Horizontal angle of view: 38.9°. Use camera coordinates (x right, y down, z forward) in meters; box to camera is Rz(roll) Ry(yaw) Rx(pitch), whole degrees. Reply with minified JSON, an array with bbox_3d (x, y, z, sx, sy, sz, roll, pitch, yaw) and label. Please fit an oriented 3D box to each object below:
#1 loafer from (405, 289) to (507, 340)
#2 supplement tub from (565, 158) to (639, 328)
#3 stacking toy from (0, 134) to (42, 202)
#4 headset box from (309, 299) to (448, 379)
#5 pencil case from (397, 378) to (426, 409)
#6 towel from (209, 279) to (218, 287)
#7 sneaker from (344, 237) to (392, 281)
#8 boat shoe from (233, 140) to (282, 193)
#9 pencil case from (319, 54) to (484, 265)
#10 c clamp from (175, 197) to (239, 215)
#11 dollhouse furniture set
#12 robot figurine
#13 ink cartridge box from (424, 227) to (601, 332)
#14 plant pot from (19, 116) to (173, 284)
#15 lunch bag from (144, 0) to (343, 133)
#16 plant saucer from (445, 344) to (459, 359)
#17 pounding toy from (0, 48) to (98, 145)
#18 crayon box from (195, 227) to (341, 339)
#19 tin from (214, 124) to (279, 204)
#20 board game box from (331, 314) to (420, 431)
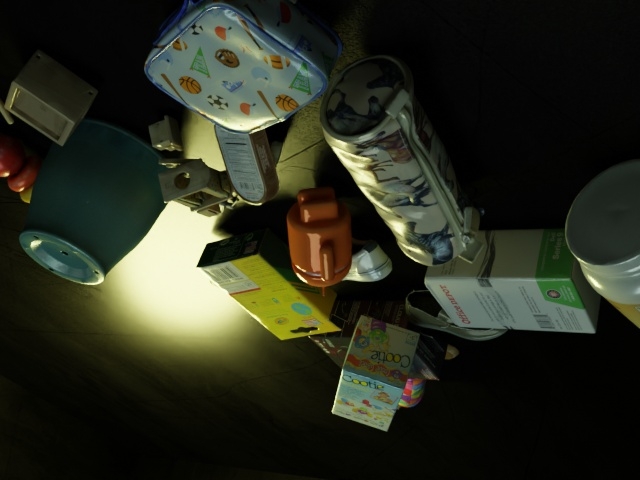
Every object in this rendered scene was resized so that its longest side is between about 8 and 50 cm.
[{"bbox_3d":[0.295,0.157,1.988,0.251,0.094,0.087,3,154,26],"label":"loafer"},{"bbox_3d":[0.563,0.032,1.460,0.316,0.228,0.228,36,147,-31],"label":"supplement tub"},{"bbox_3d":[-0.602,-0.105,1.989,0.141,0.141,0.330,-12,137,43],"label":"stacking toy"},{"bbox_3d":[0.157,0.242,2.206,0.293,0.110,0.218,-2,146,33],"label":"headset box"},{"bbox_3d":[0.233,0.368,2.416,0.104,0.104,0.236,13,151,7],"label":"pencil case"},{"bbox_3d":[-0.201,0.105,2.249,0.148,0.027,0.110,18,154,-4],"label":"towel"},{"bbox_3d":[0.039,0.033,1.936,0.258,0.094,0.091,-5,117,41],"label":"sneaker"},{"bbox_3d":[-0.129,-0.132,1.715,0.070,0.078,0.219,22,154,-11],"label":"boat shoe"},{"bbox_3d":[0.141,-0.120,1.487,0.183,0.160,0.410,18,158,37],"label":"pencil case"},{"bbox_3d":[-0.257,-0.093,1.926,0.161,0.022,0.137,19,158,-7],"label":"c clamp"},{"bbox_3d":[-0.227,-0.147,1.735,0.101,0.161,0.182,-18,167,17],"label":"dollhouse furniture set"},{"bbox_3d":[0.000,-0.001,1.794,0.158,0.128,0.219,28,137,36],"label":"robot figurine"},{"bbox_3d":[0.377,0.078,1.765,0.289,0.121,0.211,0,148,30],"label":"ink cartridge box"},{"bbox_3d":[-0.461,-0.061,1.817,0.272,0.255,0.271,17,152,10],"label":"plant pot"},{"bbox_3d":[-0.124,-0.289,1.386,0.243,0.115,0.303,33,150,-24],"label":"lunch bag"},{"bbox_3d":[0.309,0.283,2.299,0.083,0.015,0.083,14,153,7],"label":"plant saucer"},{"bbox_3d":[-0.533,-0.278,1.671,0.206,0.094,0.181,35,154,-13],"label":"pounding toy"},{"bbox_3d":[-0.108,0.109,2.107,0.202,0.081,0.318,-12,135,38],"label":"crayon box"},{"bbox_3d":[-0.133,-0.152,1.624,0.106,0.040,0.189,6,121,40],"label":"tin"},{"bbox_3d":[0.124,0.308,2.075,0.144,0.142,0.275,18,150,5],"label":"board game box"}]
